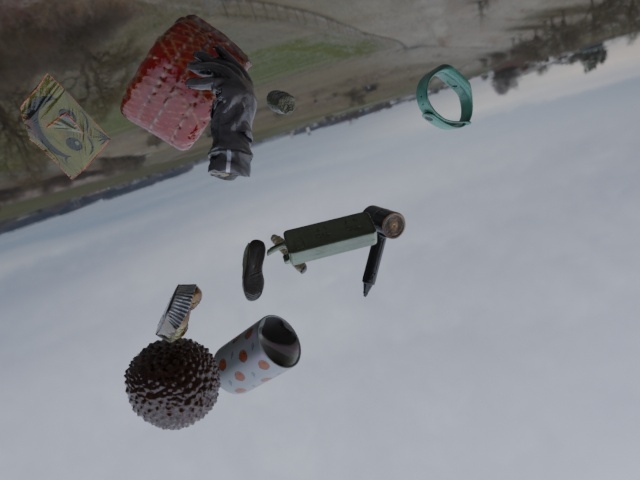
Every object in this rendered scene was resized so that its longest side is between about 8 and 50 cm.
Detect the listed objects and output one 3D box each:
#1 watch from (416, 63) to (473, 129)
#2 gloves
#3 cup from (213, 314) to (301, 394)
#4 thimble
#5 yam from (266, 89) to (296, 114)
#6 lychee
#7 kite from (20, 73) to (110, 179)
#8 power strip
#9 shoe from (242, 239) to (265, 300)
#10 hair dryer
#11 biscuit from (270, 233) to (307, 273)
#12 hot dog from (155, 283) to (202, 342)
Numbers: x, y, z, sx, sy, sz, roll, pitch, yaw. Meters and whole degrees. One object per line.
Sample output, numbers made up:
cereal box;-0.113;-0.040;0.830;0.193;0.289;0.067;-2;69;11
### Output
watch;0.424;-0.470;1.742;0.068;0.237;0.195;7;-108;56
gloves;-0.173;-0.240;0.973;0.119;0.286;0.142;-16;166;3
cup;-0.257;0.445;1.972;0.317;0.212;0.212;-36;-178;30
thimble;-0.377;-0.441;1.474;0.350;0.230;0.350;-46;-159;23
yam;-0.165;-0.594;2.253;0.107;0.107;0.183;-22;-155;-9
lychee;-0.426;0.417;1.520;0.275;0.276;0.304;-25;-170;-26
kite;-0.831;-0.357;1.706;0.327;0.378;0.013;10;-144;11
power strip;0.000;0.000;1.358;0.288;0.053;0.093;-14;-134;-6
shoe;-0.306;0.133;2.332;0.103;0.275;0.098;9;175;-29
hair dryer;0.203;0.044;2.024;0.107;0.352;0.189;11;-172;-26
biscuit;-0.140;0.057;2.336;0.055;0.219;0.061;-41;167;-14
hot dog;-0.362;0.184;1.338;0.268;0.075;0.144;-44;-157;62
